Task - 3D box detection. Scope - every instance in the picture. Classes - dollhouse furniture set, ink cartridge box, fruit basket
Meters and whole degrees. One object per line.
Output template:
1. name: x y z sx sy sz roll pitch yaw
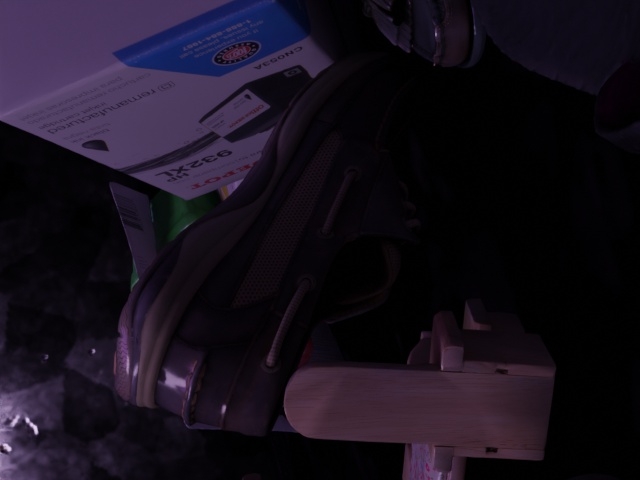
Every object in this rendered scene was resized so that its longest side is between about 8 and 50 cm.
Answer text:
1. dollhouse furniture set: 0.036 0.145 0.727 0.355 0.174 0.303 -90 4 -72
2. ink cartridge box: -0.096 -0.151 0.785 0.307 0.223 0.129 25 -134 -71
3. fruit basket: -0.105 0.097 1.233 0.165 0.327 0.353 -38 58 30

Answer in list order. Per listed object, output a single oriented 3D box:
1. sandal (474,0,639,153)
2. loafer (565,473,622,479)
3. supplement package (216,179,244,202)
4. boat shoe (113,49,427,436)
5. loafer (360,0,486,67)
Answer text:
1. sandal: 0.127 -0.086 0.329 0.446 0.107 0.167 -133 31 -68
2. loafer: 0.175 0.256 0.517 0.087 0.094 0.251 121 135 -80
3. supplement package: -0.061 -0.099 1.168 0.244 0.134 0.139 -119 19 -55
4. boat shoe: 0.000 0.000 0.685 0.130 0.355 0.132 29 146 10
5. loafer: 0.034 -0.209 0.703 0.096 0.084 0.267 90 163 -47
